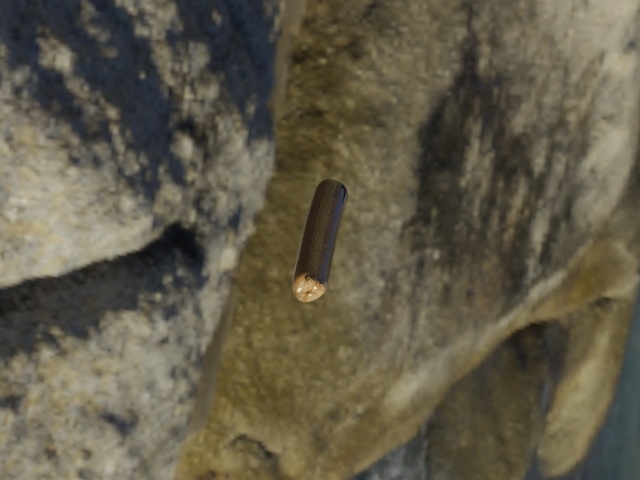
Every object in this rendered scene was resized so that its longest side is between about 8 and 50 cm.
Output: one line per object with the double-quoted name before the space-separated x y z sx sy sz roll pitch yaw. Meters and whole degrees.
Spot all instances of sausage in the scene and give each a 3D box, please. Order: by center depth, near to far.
"sausage" 0.000 0.000 0.881 0.116 0.026 0.026 -77 164 -54
